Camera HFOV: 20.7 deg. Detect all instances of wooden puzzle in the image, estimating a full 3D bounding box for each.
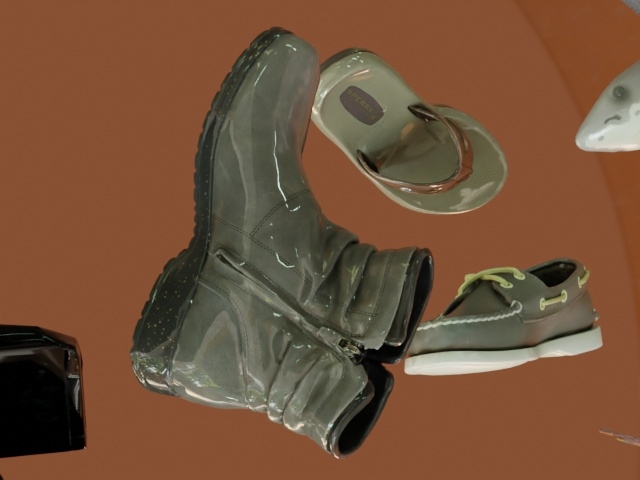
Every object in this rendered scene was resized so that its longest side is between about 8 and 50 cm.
[{"bbox_3d":[0.304,0.191,1.651,0.083,0.049,0.006,13,84,23],"label":"wooden puzzle"}]

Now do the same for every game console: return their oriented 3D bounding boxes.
[{"bbox_3d":[-0.285,0.193,1.371,0.213,0.361,0.044,-5,47,-8],"label":"game console"}]

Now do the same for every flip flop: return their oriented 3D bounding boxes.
[{"bbox_3d":[0.089,-0.089,1.632,0.112,0.080,0.277,-48,139,6],"label":"flip flop"}]

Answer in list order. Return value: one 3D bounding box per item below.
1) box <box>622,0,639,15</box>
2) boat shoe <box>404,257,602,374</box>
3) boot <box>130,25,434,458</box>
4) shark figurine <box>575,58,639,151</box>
[{"bbox_3d":[0.085,-0.304,0.749,0.097,0.395,0.318,-41,72,-13],"label":"box"},{"bbox_3d":[0.164,0.068,1.596,0.109,0.305,0.091,-6,89,33],"label":"boat shoe"},{"bbox_3d":[0.000,0.000,1.040,0.161,0.083,0.246,12,77,27],"label":"boot"},{"bbox_3d":[0.251,-0.082,0.962,0.166,0.116,0.278,-48,138,14],"label":"shark figurine"}]
